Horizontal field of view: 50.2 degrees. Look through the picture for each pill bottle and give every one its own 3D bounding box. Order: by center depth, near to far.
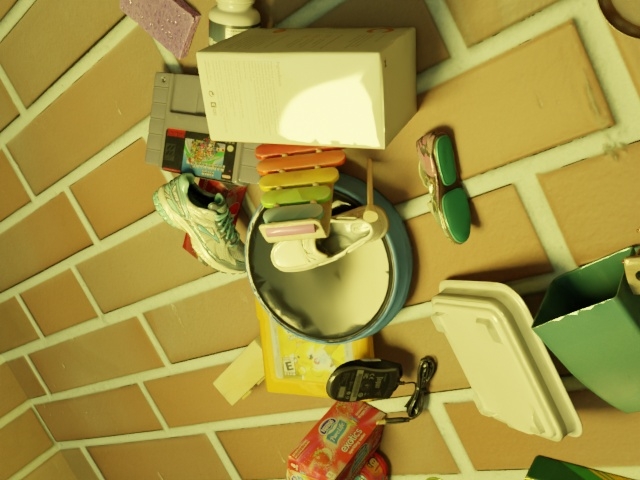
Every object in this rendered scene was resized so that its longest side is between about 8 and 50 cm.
[{"bbox_3d":[-0.178,-0.431,1.411,0.107,0.108,0.180,23,126,25],"label":"pill bottle"}]

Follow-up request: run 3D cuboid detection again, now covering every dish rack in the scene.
[{"bbox_3d":[0.341,0.239,1.335,0.333,0.072,0.285,62,160,-9],"label":"dish rack"}]

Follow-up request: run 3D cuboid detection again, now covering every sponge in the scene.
[{"bbox_3d":[-0.369,-0.522,1.558,0.210,0.031,0.117,41,132,11],"label":"sponge"}]

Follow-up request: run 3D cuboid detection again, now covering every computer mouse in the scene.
[{"bbox_3d":[0.124,0.340,1.549,0.060,0.261,0.184,-125,37,-58],"label":"computer mouse"}]

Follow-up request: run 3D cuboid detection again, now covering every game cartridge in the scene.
[{"bbox_3d":[-0.251,-0.254,1.545,0.354,0.068,0.230,13,93,31],"label":"game cartridge"},{"bbox_3d":[-0.017,0.213,1.616,0.285,0.052,0.324,-1,104,24],"label":"game cartridge"}]

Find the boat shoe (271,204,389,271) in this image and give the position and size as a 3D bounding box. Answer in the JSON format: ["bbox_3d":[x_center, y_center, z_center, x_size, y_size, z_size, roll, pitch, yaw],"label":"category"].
[{"bbox_3d":[0.000,0.000,1.385,0.277,0.096,0.098,-23,92,28],"label":"boat shoe"}]

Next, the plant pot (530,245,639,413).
[{"bbox_3d":[0.521,0.170,1.189,0.234,0.166,0.165,51,133,-7],"label":"plant pot"}]

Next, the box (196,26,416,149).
[{"bbox_3d":[-0.017,-0.288,1.256,0.345,0.215,0.168,6,119,22],"label":"box"}]

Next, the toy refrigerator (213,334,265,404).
[{"bbox_3d":[-0.177,0.338,1.842,0.094,0.102,0.269,48,132,5],"label":"toy refrigerator"}]

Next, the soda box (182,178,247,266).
[{"bbox_3d":[-0.262,-0.066,1.694,0.092,0.083,0.263,38,130,17],"label":"soda box"}]

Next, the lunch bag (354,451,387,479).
[{"bbox_3d":[0.045,0.657,1.839,0.258,0.120,0.293,19,125,29],"label":"lunch bag"}]

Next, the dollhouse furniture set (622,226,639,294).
[{"bbox_3d":[0.544,-0.030,1.073,0.128,0.129,0.184,-10,109,40],"label":"dollhouse furniture set"}]

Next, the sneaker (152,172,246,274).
[{"bbox_3d":[-0.247,-0.037,1.563,0.122,0.110,0.283,-37,110,29],"label":"sneaker"}]

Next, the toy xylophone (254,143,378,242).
[{"bbox_3d":[-0.010,-0.115,1.350,0.236,0.323,0.081,-11,134,6],"label":"toy xylophone"}]

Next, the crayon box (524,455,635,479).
[{"bbox_3d":[0.595,0.583,1.409,0.318,0.081,0.202,6,118,35],"label":"crayon box"}]

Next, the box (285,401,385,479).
[{"bbox_3d":[0.040,0.510,1.667,0.128,0.257,0.123,23,128,25],"label":"box"}]

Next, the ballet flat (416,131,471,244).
[{"bbox_3d":[0.233,-0.100,1.319,0.079,0.076,0.222,2,112,57],"label":"ballet flat"}]

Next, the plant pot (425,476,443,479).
[{"bbox_3d":[0.276,0.642,1.683,0.083,0.079,0.083,17,123,29],"label":"plant pot"}]

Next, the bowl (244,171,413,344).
[{"bbox_3d":[0.006,0.046,1.493,0.390,0.077,0.392,7,107,24],"label":"bowl"}]

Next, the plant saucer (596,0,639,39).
[{"bbox_3d":[0.489,-0.378,0.991,0.168,0.029,0.169,19,125,29],"label":"plant saucer"}]

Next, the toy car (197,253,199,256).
[{"bbox_3d":[-0.291,-0.016,1.658,0.060,0.040,0.122,-2,111,39],"label":"toy car"}]
